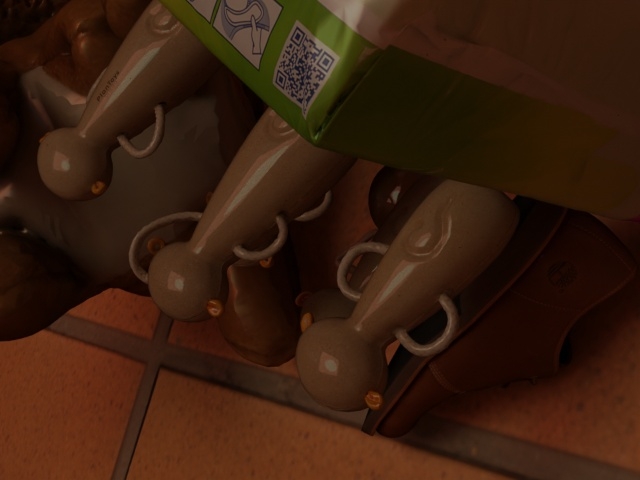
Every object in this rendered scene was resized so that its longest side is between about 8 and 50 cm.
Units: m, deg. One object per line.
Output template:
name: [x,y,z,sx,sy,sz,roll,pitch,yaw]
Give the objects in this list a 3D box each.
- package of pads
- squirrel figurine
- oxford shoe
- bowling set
package of pads: [0.048,-0.114,0.525,0.229,0.297,0.101,46,112,35]
squirrel figurine: [-0.233,-0.061,0.894,0.371,0.281,0.397,-18,27,5]
oxford shoe: [0.087,0.058,0.639,0.212,0.076,0.076,-52,7,47]
bowling set: [0.000,0.000,0.662,0.154,0.200,0.287,-49,52,4]
